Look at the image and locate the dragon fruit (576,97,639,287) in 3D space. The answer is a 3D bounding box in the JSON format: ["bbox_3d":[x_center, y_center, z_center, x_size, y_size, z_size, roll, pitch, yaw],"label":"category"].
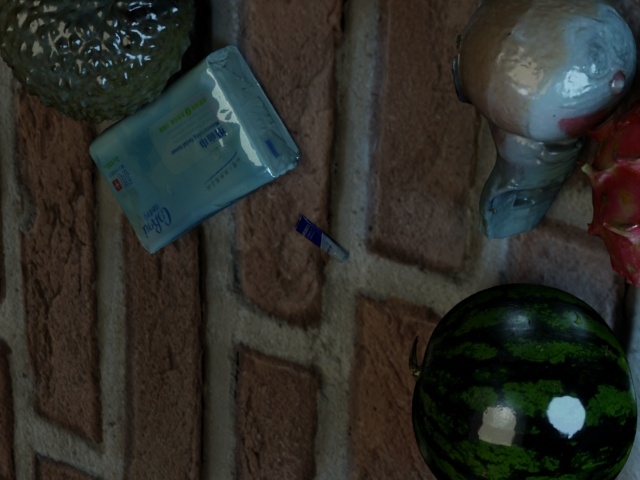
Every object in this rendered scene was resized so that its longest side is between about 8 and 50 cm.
[{"bbox_3d":[0.371,-0.029,1.427,0.210,0.205,0.268,46,161,52],"label":"dragon fruit"}]

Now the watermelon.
[{"bbox_3d":[0.223,0.185,1.596,0.269,0.269,0.269,15,117,31],"label":"watermelon"}]

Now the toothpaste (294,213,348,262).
[{"bbox_3d":[0.000,0.000,1.829,0.083,0.015,0.024,40,120,22],"label":"toothpaste"}]

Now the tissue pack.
[{"bbox_3d":[-0.170,-0.114,1.855,0.263,0.089,0.177,-28,93,41],"label":"tissue pack"}]

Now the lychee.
[{"bbox_3d":[-0.277,-0.270,1.776,0.255,0.255,0.274,33,152,21],"label":"lychee"}]

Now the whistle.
[{"bbox_3d":[0.236,-0.131,1.505,0.189,0.189,0.348,25,134,26],"label":"whistle"}]
